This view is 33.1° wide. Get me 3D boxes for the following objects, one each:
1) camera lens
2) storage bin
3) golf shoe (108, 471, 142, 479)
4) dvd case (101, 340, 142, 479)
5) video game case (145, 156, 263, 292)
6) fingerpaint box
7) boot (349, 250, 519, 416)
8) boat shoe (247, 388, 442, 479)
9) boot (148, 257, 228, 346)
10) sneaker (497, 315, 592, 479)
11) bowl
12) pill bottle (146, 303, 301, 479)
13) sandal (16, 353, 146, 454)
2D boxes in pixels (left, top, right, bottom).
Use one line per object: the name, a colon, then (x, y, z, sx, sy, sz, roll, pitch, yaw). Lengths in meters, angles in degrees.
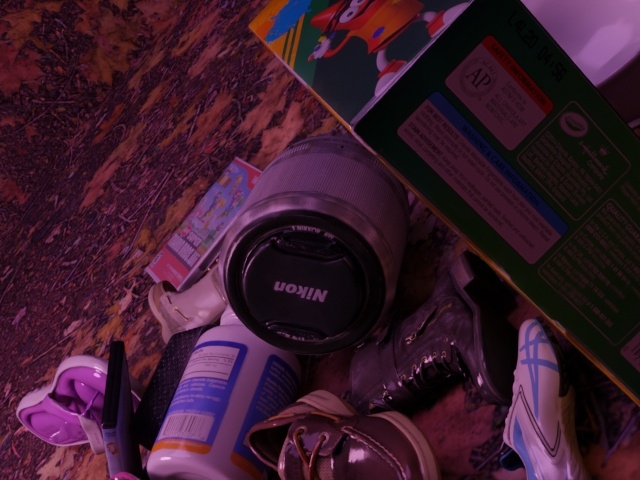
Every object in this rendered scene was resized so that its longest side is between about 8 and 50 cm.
camera lens: (0.000, 0.000, 1.393, 0.219, 0.219, 0.274, -37, 14, 25)
storage bin: (-0.173, 0.223, 1.523, 0.084, 0.122, 0.180, -18, 40, 46)
golf shoe: (-0.160, 0.401, 1.296, 0.115, 0.140, 0.306, -49, 49, 4)
dvd case: (-0.275, 0.292, 1.506, 0.022, 0.253, 0.180, -4, 32, -4)
video game case: (-0.209, -0.024, 2.012, 0.285, 0.025, 0.204, -51, 26, -3)
fingerpaint box: (0.174, -0.074, 1.010, 0.163, 0.445, 0.371, -46, 26, 6)
boot: (0.124, 0.152, 1.219, 0.229, 0.091, 0.263, -45, 22, 22)
boat shoe: (0.014, 0.241, 1.159, 0.123, 0.123, 0.342, -11, 10, -23)
boot: (-0.201, 0.090, 1.795, 0.165, 0.077, 0.213, -47, 31, 8)
sneaker: (0.207, 0.169, 1.033, 0.086, 0.085, 0.237, -16, 41, 18)
bowl: (0.344, -0.223, 1.290, 0.298, 0.134, 0.298, -36, 29, 24)
pill bottle: (-0.112, 0.208, 1.416, 0.152, 0.152, 0.272, -22, 37, 43)
sandal: (-0.388, 0.293, 1.732, 0.416, 0.169, 0.102, -34, 25, 54)
